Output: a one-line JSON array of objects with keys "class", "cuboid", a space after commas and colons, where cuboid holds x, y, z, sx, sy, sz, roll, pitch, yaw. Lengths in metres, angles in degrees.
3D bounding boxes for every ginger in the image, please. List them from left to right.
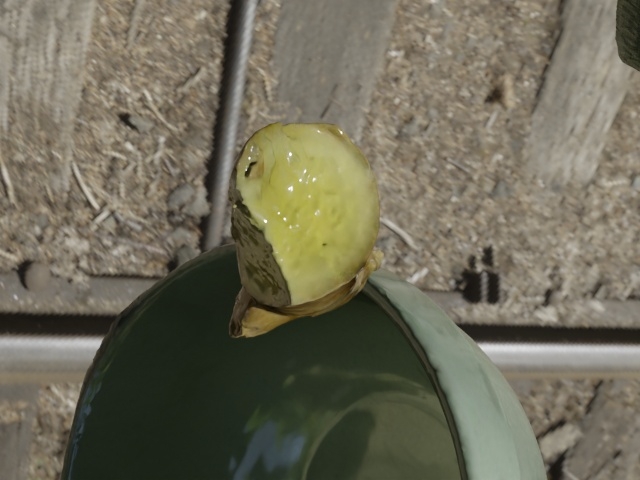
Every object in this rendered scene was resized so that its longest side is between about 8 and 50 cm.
[{"class": "ginger", "cuboid": [-0.004, 0.004, 0.365, 0.044, 0.137, 0.058, 14, 76, 5]}]

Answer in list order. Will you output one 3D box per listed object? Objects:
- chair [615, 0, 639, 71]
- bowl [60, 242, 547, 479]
[{"class": "chair", "cuboid": [0.356, -0.101, 0.698, 0.186, 0.319, 0.160, -26, 146, -17]}, {"class": "bowl", "cuboid": [0.002, 0.161, 0.645, 0.163, 0.307, 0.307, 15, 105, -45]}]
